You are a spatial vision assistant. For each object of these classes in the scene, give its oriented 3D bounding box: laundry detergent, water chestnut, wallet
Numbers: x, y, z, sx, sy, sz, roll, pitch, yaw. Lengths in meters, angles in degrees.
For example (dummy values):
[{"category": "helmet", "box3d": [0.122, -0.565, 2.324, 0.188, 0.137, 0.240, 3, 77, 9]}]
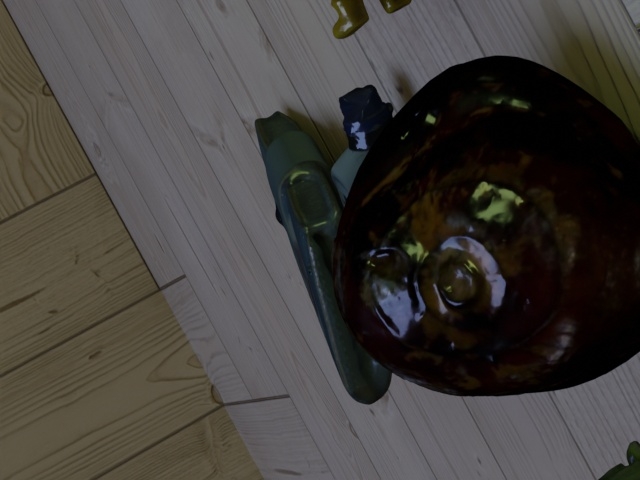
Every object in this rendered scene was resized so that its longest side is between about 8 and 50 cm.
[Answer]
[{"category": "laundry detergent", "box3d": [0.093, -0.021, 1.656, 0.280, 0.105, 0.215, 70, 167, -20]}, {"category": "water chestnut", "box3d": [0.150, 0.005, 1.301, 0.244, 0.289, 0.289, 38, 176, -31]}, {"category": "wallet", "box3d": [0.000, 0.000, 1.892, 0.360, 0.083, 0.252, -115, 8, -62]}]

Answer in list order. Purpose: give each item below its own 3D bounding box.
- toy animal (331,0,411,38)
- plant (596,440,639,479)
[{"category": "toy animal", "box3d": [-0.001, -0.293, 1.428, 0.229, 0.156, 0.156, 61, 163, -5]}, {"category": "plant", "box3d": [0.261, 0.206, 1.283, 0.297, 0.261, 0.305, 13, 132, 15]}]
